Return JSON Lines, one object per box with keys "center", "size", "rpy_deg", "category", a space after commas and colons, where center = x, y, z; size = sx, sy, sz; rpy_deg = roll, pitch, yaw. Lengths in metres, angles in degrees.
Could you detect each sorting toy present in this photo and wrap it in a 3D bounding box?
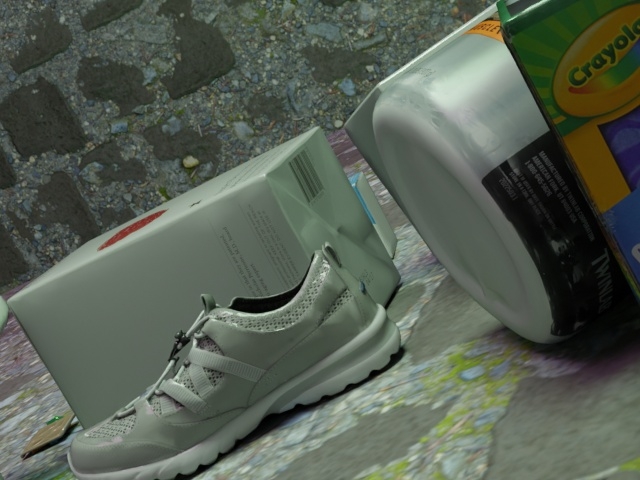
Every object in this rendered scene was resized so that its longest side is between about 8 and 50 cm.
{"center": [-0.288, 0.205, 1.319], "size": [0.062, 0.012, 0.083], "rpy_deg": [-31, 12, 14], "category": "sorting toy"}

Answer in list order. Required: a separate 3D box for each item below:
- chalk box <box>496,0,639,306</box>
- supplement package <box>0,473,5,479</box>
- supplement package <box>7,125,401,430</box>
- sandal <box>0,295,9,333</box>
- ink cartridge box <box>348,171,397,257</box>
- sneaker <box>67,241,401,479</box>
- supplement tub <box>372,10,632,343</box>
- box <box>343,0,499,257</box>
{"center": [0.200, -0.084, 0.591], "size": [0.179, 0.289, 0.180], "rpy_deg": [-26, 10, 13], "category": "chalk box"}
{"center": [-0.380, 0.242, 0.973], "size": [0.204, 0.145, 0.262], "rpy_deg": [-29, 9, -5], "category": "supplement package"}
{"center": [-0.105, 0.046, 1.140], "size": [0.293, 0.175, 0.177], "rpy_deg": [-25, 11, 22], "category": "supplement package"}
{"center": [-0.384, 0.096, 1.006], "size": [0.169, 0.102, 0.416], "rpy_deg": [-24, 9, 13], "category": "sandal"}
{"center": [0.000, 0.000, 1.344], "size": [0.143, 0.092, 0.090], "rpy_deg": [-26, 9, 12], "category": "ink cartridge box"}
{"center": [-0.082, 0.099, 0.970], "size": [0.281, 0.115, 0.105], "rpy_deg": [-29, 9, -2], "category": "sneaker"}
{"center": [0.223, -0.101, 0.819], "size": [0.338, 0.207, 0.207], "rpy_deg": [-34, 10, -10], "category": "supplement tub"}
{"center": [0.217, -0.151, 1.103], "size": [0.345, 0.168, 0.215], "rpy_deg": [-36, 1, -7], "category": "box"}
